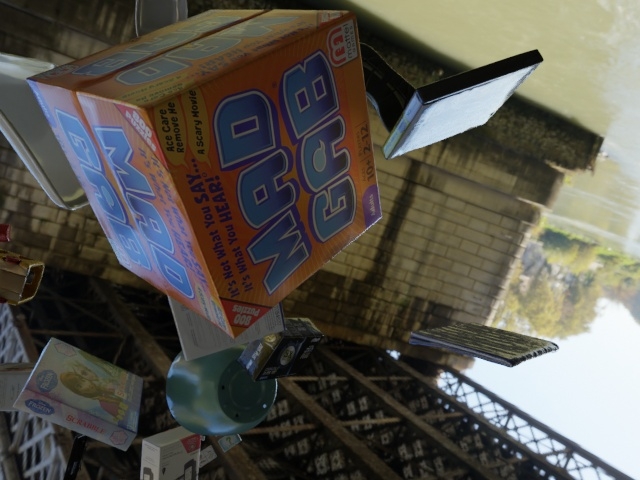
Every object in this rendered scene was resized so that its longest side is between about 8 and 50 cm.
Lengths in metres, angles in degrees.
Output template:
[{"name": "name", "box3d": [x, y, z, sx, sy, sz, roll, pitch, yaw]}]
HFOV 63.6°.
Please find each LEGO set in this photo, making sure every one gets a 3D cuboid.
[{"name": "LEGO set", "box3d": [-0.451, 0.749, 1.956, 0.183, 0.244, 0.060, 56, 174, 15]}]

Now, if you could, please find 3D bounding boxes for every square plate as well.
[{"name": "square plate", "box3d": [-0.559, -0.229, 1.089, 0.347, 0.049, 0.344, 58, -171, -10]}]

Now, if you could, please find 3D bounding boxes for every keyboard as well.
[{"name": "keyboard", "box3d": [-0.740, 0.666, 1.526, 0.038, 0.192, 0.100, 13, 169, 4]}]

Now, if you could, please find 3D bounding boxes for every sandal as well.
[{"name": "sandal", "box3d": [0.172, -0.386, 1.347, 0.303, 0.120, 0.086, 52, -170, -4]}]

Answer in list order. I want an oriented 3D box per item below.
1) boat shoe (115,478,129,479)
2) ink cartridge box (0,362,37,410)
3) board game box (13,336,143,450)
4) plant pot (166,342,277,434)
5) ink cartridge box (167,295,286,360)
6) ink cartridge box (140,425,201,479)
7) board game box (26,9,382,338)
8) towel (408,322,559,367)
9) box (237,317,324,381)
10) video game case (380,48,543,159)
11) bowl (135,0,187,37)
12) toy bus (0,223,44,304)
[{"name": "boat shoe", "box3d": [-0.263, 0.424, 0.783, 0.152, 0.049, 0.056, 31, -169, 10]}, {"name": "ink cartridge box", "box3d": [-1.065, 0.517, 1.854, 0.271, 0.130, 0.309, 3, 172, -7]}, {"name": "board game box", "box3d": [-0.685, 0.440, 1.514, 0.317, 0.066, 0.318, 32, -177, -21]}, {"name": "plant pot", "box3d": [-0.261, 0.417, 1.481, 0.292, 0.293, 0.235, 14, 162, -33]}, {"name": "ink cartridge box", "box3d": [-0.199, 0.119, 1.080, 0.223, 0.224, 0.045, -14, -159, -15]}, {"name": "ink cartridge box", "box3d": [-0.495, 0.759, 1.702, 0.100, 0.238, 0.172, 6, -177, 35]}, {"name": "board game box", "box3d": [-0.162, -0.140, 0.843, 0.356, 0.357, 0.356, 22, -133, 39]}, {"name": "towel", "box3d": [0.389, 0.243, 1.205, 0.243, 0.040, 0.335, 8, -178, 40]}, {"name": "box", "box3d": [-0.099, 0.280, 1.346, 0.077, 0.147, 0.180, 43, -163, 32]}, {"name": "video game case", "box3d": [0.280, -0.273, 1.068, 0.274, 0.035, 0.248, -22, 168, -14]}, {"name": "bowl", "box3d": [-0.448, -0.626, 1.438, 0.141, 0.142, 0.053, -8, -144, -31]}, {"name": "toy bus", "box3d": [-0.694, 0.061, 1.085, 0.190, 0.202, 0.104, -26, -175, -3]}]
